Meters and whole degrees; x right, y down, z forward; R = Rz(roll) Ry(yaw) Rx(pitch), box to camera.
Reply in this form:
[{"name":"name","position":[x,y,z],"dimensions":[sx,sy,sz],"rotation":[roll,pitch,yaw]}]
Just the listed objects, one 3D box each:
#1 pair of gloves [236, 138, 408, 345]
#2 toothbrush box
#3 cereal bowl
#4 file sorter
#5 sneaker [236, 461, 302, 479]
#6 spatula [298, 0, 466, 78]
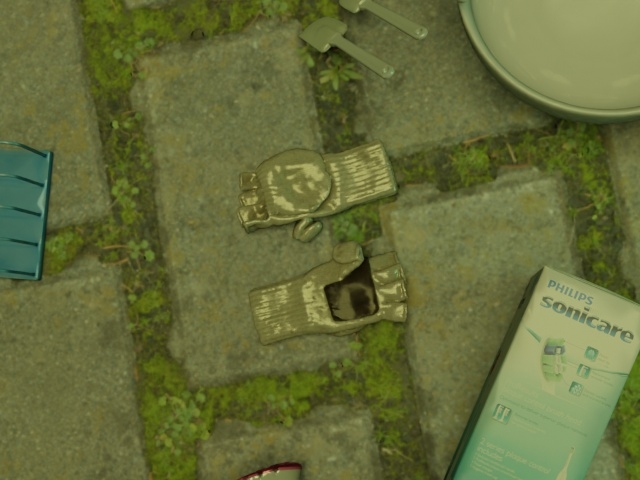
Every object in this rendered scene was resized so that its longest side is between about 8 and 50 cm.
[{"name":"pair of gloves","position":[0.000,0.000,1.263],"dimensions":[0.204,0.042,0.240],"rotation":[-8,83,8]},{"name":"toothbrush box","position":[0.238,0.189,1.123],"dimensions":[0.126,0.216,0.296],"rotation":[24,90,10]},{"name":"cereal bowl","position":[0.328,-0.294,1.189],"dimensions":[0.338,0.141,0.339],"rotation":[-1,86,8]},{"name":"file sorter","position":[-0.424,-0.040,1.298],"dimensions":[0.118,0.104,0.170],"rotation":[4,86,9]},{"name":"sneaker","position":[-0.128,0.354,1.220],"dimensions":[0.252,0.103,0.111],"rotation":[-20,81,7]},{"name":"spatula","position":[0.073,-0.275,1.206],"dimensions":[0.168,0.242,0.019],"rotation":[-43,123,0]}]
